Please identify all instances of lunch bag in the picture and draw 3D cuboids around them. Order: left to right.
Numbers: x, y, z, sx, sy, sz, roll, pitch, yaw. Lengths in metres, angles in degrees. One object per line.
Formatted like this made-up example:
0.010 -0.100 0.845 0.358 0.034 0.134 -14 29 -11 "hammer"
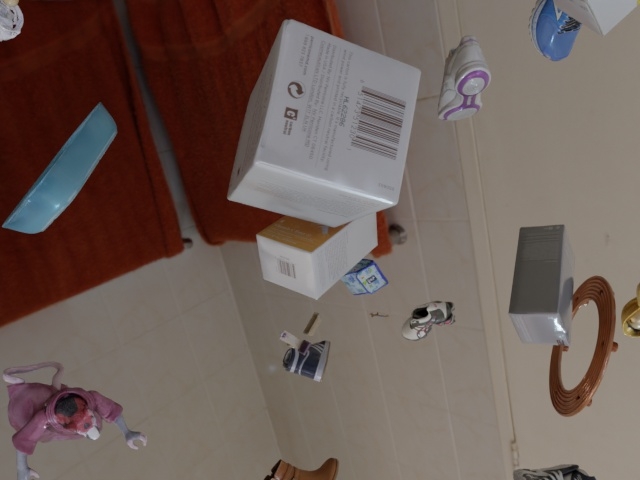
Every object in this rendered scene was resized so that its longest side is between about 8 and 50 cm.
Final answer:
0.161 0.132 1.774 0.151 0.128 0.096 -14 -139 31 "lunch bag"

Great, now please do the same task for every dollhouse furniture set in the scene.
-0.062 0.229 1.272 0.114 0.081 0.091 -60 -158 -12 "dollhouse furniture set"

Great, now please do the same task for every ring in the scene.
0.613 0.246 1.112 0.032 0.336 0.336 17 -157 11 "ring"

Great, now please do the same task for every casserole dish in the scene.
-0.284 -0.079 0.534 0.114 0.037 0.188 -31 -144 30 "casserole dish"

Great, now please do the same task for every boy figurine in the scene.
0.733 0.125 0.979 0.092 0.177 0.285 -65 -173 -30 "boy figurine"

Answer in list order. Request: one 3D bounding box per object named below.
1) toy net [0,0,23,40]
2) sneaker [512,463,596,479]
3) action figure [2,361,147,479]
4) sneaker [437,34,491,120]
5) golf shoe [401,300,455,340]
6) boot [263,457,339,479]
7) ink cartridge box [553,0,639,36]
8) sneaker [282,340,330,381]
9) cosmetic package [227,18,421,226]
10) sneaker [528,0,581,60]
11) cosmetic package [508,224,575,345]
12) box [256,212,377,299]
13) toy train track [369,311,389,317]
-0.458 -0.394 0.705 0.045 0.232 0.122 20 -158 -13 "toy net"
0.528 0.545 1.054 0.153 0.235 0.094 -25 -127 23 "sneaker"
-0.565 0.379 1.084 0.248 0.275 0.370 -8 166 -38 "action figure"
0.395 -0.441 1.325 0.114 0.152 0.305 -6 167 -1 "sneaker"
0.362 0.280 1.723 0.120 0.105 0.273 17 143 -23 "golf shoe"
-0.052 0.628 1.264 0.197 0.152 0.073 -48 -173 -28 "boot"
0.484 -0.466 0.789 0.176 0.127 0.128 -44 -132 22 "ink cartridge box"
-0.050 0.418 1.741 0.153 0.099 0.282 15 -173 2 "sneaker"
-0.013 -0.244 1.164 0.328 0.329 0.394 14 169 -17 "cosmetic package"
0.615 -0.576 1.168 0.130 0.330 0.147 -20 -125 1 "sneaker"
0.478 0.093 1.018 0.107 0.127 0.237 -3 -134 38 "cosmetic package"
0.000 0.000 1.497 0.215 0.168 0.345 17 -143 33 "box"
0.222 0.281 1.805 0.083 0.014 0.048 1 -172 38 "toy train track"
